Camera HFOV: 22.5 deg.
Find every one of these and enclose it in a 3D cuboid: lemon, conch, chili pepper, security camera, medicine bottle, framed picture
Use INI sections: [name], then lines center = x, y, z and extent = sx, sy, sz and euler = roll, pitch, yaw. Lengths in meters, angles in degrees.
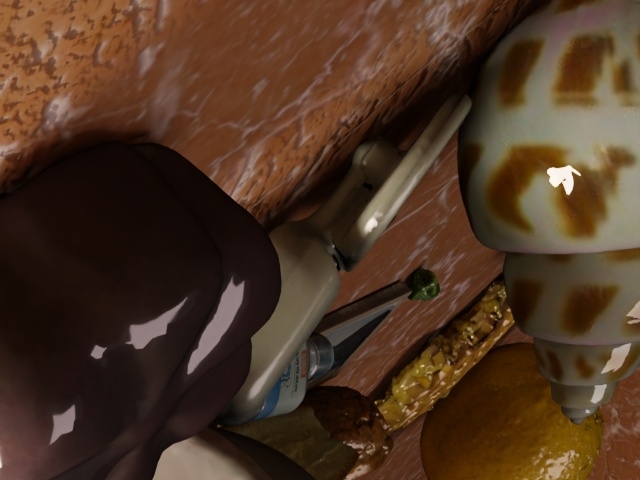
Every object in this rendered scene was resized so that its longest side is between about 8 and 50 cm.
[lemon]
center = 0.279, 0.292, 2.397
extent = 0.310, 0.258, 0.258
euler = -46, 165, 23
[conch]
center = 0.215, -0.039, 1.228
extent = 0.197, 0.368, 0.249
euler = -27, -160, -9
[chili pepper]
center = 0.109, 0.051, 1.685
extent = 0.091, 0.030, 0.034
euler = 55, 57, -78
[security camera]
center = 0.000, 0.000, 1.164
extent = 0.301, 0.080, 0.157
euler = -51, 178, -10
[medicine bottle]
center = -0.042, 0.100, 1.324
extent = 0.054, 0.090, 0.208
euler = -2, 179, 20
[framed picture]
center = -0.004, 0.115, 1.595
extent = 0.150, 0.015, 0.203
euler = -51, 163, 31

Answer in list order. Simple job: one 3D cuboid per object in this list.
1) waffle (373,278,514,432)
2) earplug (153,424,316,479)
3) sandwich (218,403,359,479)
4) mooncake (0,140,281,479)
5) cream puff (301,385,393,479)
[waffle]
center = 0.171, 0.150, 2.091
extent = 0.291, 0.051, 0.291
euler = -41, 168, -11
[earplug]
center = -0.119, 0.282, 1.213
extent = 0.312, 0.312, 0.394
euler = -43, 169, 1
[sandwich]
center = -0.077, 0.241, 1.517
extent = 0.236, 0.122, 0.128
euler = -41, 170, -14
[mooncake]
center = -0.136, 0.060, 0.876
extent = 0.245, 0.133, 0.245
euler = -43, 161, -19
[cream puff]
center = 0.008, 0.204, 1.692
extent = 0.126, 0.103, 0.144
euler = -17, -178, -3
